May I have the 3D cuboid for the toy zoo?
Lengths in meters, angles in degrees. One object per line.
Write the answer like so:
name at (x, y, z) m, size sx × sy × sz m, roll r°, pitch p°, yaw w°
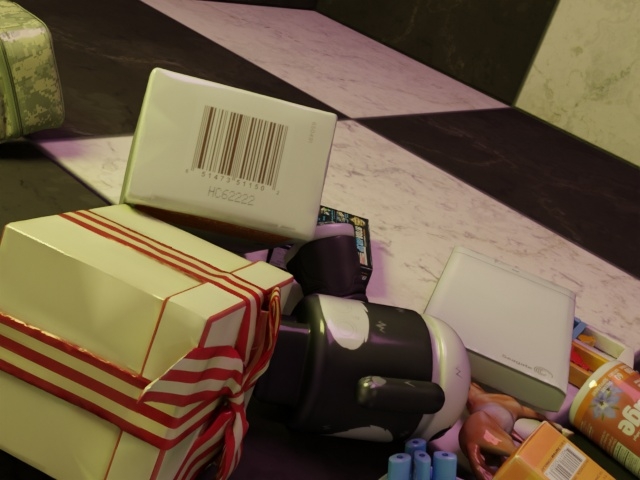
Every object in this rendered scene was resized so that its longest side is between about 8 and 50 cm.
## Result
toy zoo at (0.421, 0.177, 1.455) m, size 0.293 × 0.030 × 0.192 m, roll 30°, pitch 26°, yaw 23°

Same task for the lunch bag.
lunch bag at (-0.623, -0.288, 1.449) m, size 0.256 × 0.212 × 0.305 m, roll -23°, pitch 43°, yaw -34°

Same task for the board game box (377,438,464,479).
board game box at (0.147, 0.327, 0.773) m, size 0.390 × 0.050 × 0.390 m, roll 14°, pitch 18°, yaw 35°

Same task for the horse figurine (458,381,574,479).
horse figurine at (0.241, 0.262, 1.106) m, size 0.175 × 0.066 × 0.263 m, roll 32°, pitch 23°, yaw 9°

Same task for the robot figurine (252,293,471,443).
robot figurine at (0.048, 0.163, 1.048) m, size 0.278 × 0.173 × 0.209 m, roll 11°, pitch 40°, yaw -18°

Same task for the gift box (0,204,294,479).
gift box at (-0.189, 0.128, 0.853) m, size 0.258 × 0.255 × 0.276 m, roll 23°, pitch 19°, yaw 12°

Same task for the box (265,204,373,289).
box at (0.000, 0.000, 1.492) m, size 0.175 × 0.051 × 0.220 m, roll 16°, pitch 24°, yaw -7°

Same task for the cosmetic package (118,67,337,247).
cosmetic package at (-0.155, -0.086, 1.181) m, size 0.230 × 0.161 × 0.453 m, roll 13°, pitch -6°, yaw -13°

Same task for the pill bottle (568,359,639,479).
pill bottle at (0.467, 0.274, 1.176) m, size 0.121 × 0.121 × 0.216 m, roll -6°, pitch 34°, yaw -44°

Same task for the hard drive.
hard drive at (0.293, 0.127, 1.376) m, size 0.233 × 0.047 × 0.353 m, roll 23°, pitch 26°, yaw 9°

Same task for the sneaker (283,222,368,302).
sneaker at (0.007, 0.079, 1.242) m, size 0.105 × 0.146 × 0.295 m, roll -6°, pitch -12°, yaw -6°

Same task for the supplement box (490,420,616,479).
supplement box at (0.312, 0.318, 0.952) m, size 0.233 × 0.078 × 0.080 m, roll 42°, pitch 49°, yaw 18°
